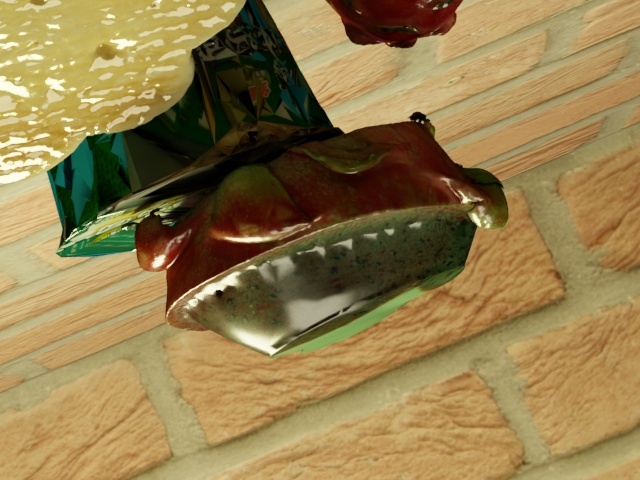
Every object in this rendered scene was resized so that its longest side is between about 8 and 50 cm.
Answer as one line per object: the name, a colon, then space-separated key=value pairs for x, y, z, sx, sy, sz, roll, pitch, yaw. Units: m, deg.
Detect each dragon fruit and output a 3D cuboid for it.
dragon fruit: x=0.000 y=0.000 z=1.448 sx=0.268 sy=0.130 sz=0.295 roll=-33 pitch=169 yaw=27
dragon fruit: x=0.057 y=-0.218 z=1.474 sx=0.136 sy=0.133 sz=0.166 roll=-64 pitch=-175 yaw=-18

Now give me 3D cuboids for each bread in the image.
bread: x=-0.198 y=-0.146 z=1.221 sx=0.316 sy=0.054 sz=0.316 roll=-14 pitch=146 yaw=-10

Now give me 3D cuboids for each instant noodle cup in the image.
instant noodle cup: x=-0.118 y=-0.111 z=1.445 sx=0.240 sy=0.178 sz=0.240 roll=-24 pitch=172 yaw=-3
